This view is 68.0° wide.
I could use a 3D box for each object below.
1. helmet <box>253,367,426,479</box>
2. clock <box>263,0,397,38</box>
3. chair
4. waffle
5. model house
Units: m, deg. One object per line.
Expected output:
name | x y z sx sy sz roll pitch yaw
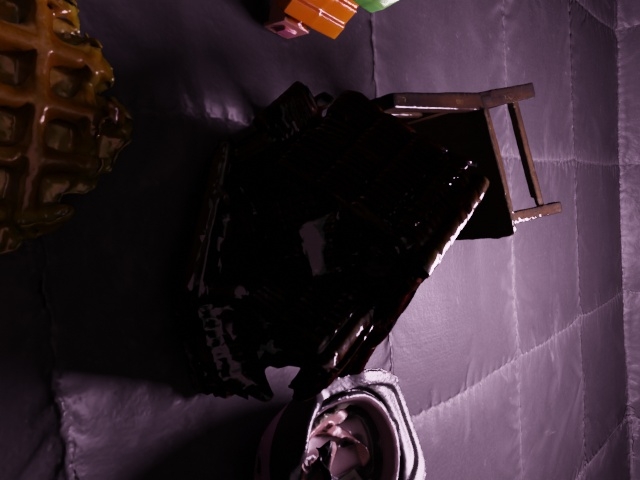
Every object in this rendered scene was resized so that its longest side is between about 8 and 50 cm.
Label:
helmet | 0.016 0.281 0.614 0.253 0.154 0.198 -2 71 -62
clock | 0.006 -0.389 0.571 0.106 0.220 0.255 8 92 -43
chair | 0.195 -0.102 0.757 0.416 0.203 0.240 -20 101 -42
waffle | -0.310 -0.135 0.353 0.302 0.068 0.325 -51 124 -31
model house | 0.000 0.000 0.504 0.317 0.283 0.297 -42 118 -37
